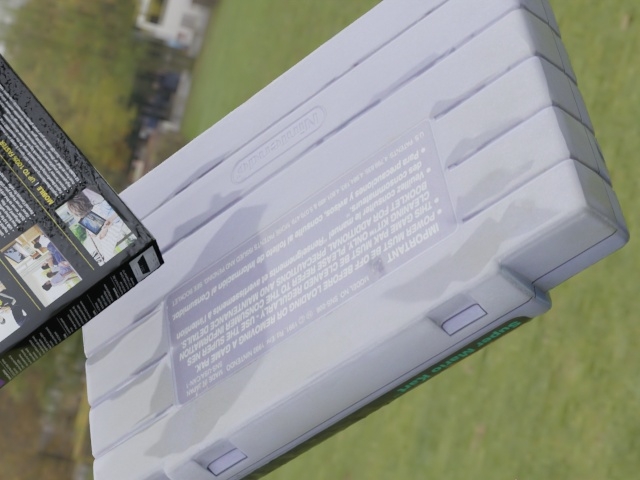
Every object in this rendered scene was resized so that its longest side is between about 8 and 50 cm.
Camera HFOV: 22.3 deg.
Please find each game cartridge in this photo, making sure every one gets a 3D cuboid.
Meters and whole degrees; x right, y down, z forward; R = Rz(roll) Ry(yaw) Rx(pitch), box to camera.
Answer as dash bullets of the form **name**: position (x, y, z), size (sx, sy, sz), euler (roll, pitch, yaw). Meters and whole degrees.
- **game cartridge**: position (0.000, 0.000, 0.950), size (0.355, 0.068, 0.230), euler (-33, 51, 26)

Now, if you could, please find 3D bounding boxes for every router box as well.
- **router box**: position (-0.199, -0.018, 0.963), size (0.133, 0.179, 0.046), euler (-37, -18, -11)

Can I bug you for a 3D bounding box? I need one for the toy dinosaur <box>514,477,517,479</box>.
- **toy dinosaur**: position (0.048, 0.147, 0.705), size (0.047, 0.082, 0.090), euler (-138, 36, -69)
